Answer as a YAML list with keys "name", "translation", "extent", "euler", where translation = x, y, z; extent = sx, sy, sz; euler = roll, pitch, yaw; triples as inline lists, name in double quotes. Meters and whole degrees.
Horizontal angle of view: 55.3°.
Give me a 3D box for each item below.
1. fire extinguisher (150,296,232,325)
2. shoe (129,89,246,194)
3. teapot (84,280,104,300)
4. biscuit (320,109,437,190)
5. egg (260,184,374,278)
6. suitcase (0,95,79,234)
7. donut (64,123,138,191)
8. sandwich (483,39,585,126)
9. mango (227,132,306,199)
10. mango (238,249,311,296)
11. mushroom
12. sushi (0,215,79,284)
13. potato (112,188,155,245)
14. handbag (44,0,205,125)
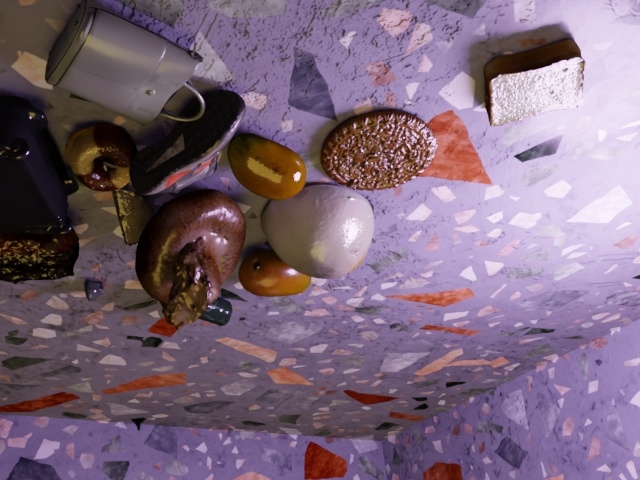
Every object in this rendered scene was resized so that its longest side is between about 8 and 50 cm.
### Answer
- name: "fire extinguisher"
  translation: [-0.453, 0.207, 2.089]
  extent: [0.311, 0.114, 0.095]
  euler: [25, 97, -41]
- name: "shoe"
  translation: [-0.281, -0.211, 1.441]
  extent: [0.336, 0.132, 0.171]
  euler: [-34, 161, 19]
- name: "teapot"
  translation: [-0.743, 0.164, 2.007]
  extent: [0.057, 0.066, 0.088]
  euler: [-10, 174, -27]
- name: "biscuit"
  translation: [0.151, -0.219, 1.574]
  extent: [0.305, 0.038, 0.305]
  euler: [-4, 147, -3]
- name: "egg"
  translation: [0.000, 0.000, 1.746]
  extent: [0.337, 0.201, 0.337]
  euler: [-5, 145, -4]
- name: "suitcase"
  translation: [-0.763, -0.154, 1.385]
  extent: [0.340, 0.188, 0.345]
  euler: [-5, 149, -5]
- name: "donut"
  translation: [-0.515, -0.189, 1.456]
  extent: [0.166, 0.073, 0.184]
  euler: [-12, 145, -16]
- name: "sandwich"
  translation: [0.485, -0.355, 1.398]
  extent: [0.215, 0.065, 0.186]
  euler: [-13, 146, 12]
- name: "mango"
  translation: [-0.138, -0.181, 1.514]
  extent: [0.221, 0.120, 0.151]
  euler: [23, 134, -28]
- name: "mango"
  translation: [-0.136, 0.107, 1.947]
  extent: [0.255, 0.139, 0.175]
  euler: [6, 158, -32]
- name: "mushroom"
  translation: [-0.311, 0.029, 1.597]
  extent: [0.356, 0.331, 0.334]
  euler: [16, -173, 39]
- name: "sushi"
  translation: [-0.831, 0.001, 1.641]
  extent: [0.344, 0.196, 0.181]
  euler: [0, 129, -19]
- name: "potato"
  translation: [-0.508, -0.085, 1.656]
  extent: [0.101, 0.089, 0.172]
  euler: [-18, 119, -20]
- name: "handbag"
  translation: [-0.376, -0.341, 1.250]
  extent: [0.315, 0.109, 0.241]
  euler: [18, 142, -40]
